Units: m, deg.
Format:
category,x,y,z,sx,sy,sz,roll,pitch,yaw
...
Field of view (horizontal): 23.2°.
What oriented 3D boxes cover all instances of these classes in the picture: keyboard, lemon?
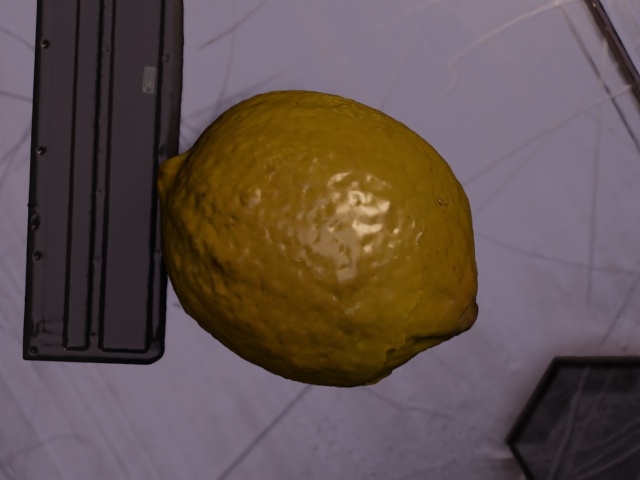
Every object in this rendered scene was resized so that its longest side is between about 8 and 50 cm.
category,x,y,z,sx,sy,sz,roll,pitch,yaw
keyboard,-0.140,-0.110,1.004,0.103,0.041,0.381,3,100,-6
lemon,-0.003,0.000,0.953,0.193,0.180,0.181,-1,94,-5
